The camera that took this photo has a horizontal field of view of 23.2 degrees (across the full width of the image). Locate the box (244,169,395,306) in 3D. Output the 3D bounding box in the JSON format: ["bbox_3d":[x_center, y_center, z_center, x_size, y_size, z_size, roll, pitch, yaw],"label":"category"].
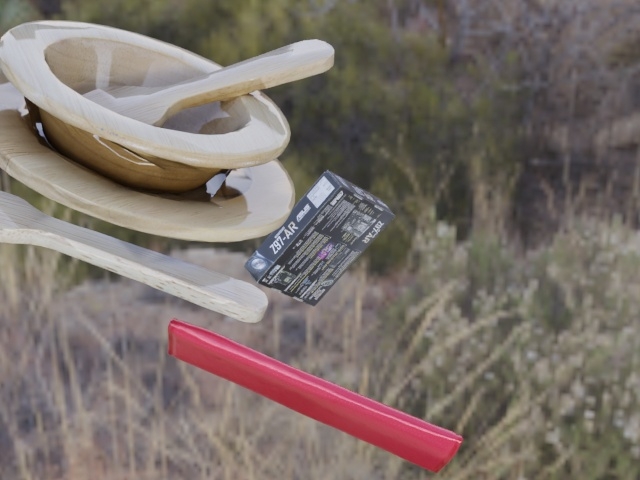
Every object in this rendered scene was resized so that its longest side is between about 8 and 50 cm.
[{"bbox_3d":[0.000,0.000,0.999,0.067,0.083,0.018,25,20,-52],"label":"box"}]

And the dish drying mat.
[{"bbox_3d":[-0.003,0.042,0.425,0.083,0.032,0.008,24,72,2],"label":"dish drying mat"}]

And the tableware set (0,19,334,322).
[{"bbox_3d":[-0.093,-0.053,0.378,0.194,0.039,0.128,20,23,-8],"label":"tableware set"}]
